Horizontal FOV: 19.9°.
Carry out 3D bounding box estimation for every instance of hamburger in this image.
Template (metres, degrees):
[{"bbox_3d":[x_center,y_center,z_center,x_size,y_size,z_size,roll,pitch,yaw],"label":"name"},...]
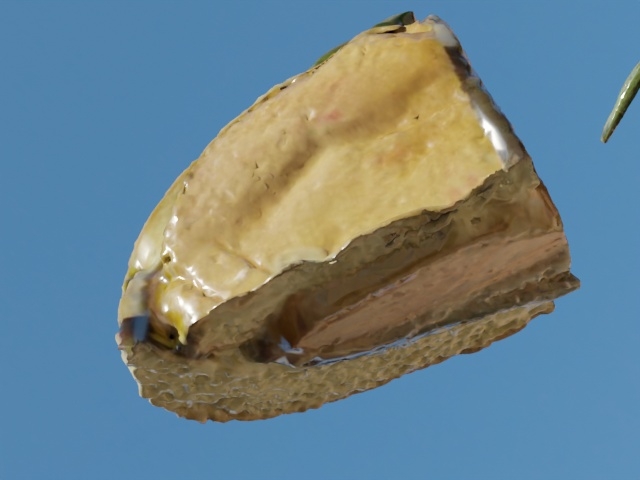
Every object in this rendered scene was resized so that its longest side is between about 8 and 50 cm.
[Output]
[{"bbox_3d":[0.000,0.000,0.850,0.208,0.155,0.135,-31,-40,0],"label":"hamburger"}]

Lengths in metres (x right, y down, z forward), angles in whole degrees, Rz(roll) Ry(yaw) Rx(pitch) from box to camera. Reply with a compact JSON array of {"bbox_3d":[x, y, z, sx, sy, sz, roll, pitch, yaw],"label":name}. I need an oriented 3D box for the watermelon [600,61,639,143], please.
[{"bbox_3d":[0.294,-0.080,1.094,0.215,0.188,0.188,25,-87,6],"label":"watermelon"}]
